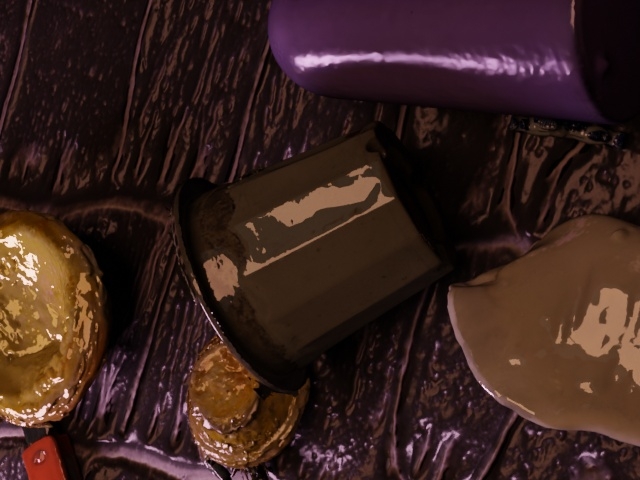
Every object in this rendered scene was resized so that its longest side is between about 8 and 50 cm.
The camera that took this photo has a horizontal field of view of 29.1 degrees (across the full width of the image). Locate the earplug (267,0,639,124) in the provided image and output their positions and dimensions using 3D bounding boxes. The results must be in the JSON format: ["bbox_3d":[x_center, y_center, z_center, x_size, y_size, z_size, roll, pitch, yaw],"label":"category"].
[{"bbox_3d":[0.136,-0.240,1.361,0.455,0.215,0.215,6,91,39],"label":"earplug"}]

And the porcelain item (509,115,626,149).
[{"bbox_3d":[0.256,-0.121,1.334,0.136,0.075,0.021,13,95,34],"label":"porcelain item"}]

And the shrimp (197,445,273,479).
[{"bbox_3d":[-0.114,0.276,1.598,0.161,0.034,0.091,47,122,35],"label":"shrimp"}]

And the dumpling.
[{"bbox_3d":[0.269,0.090,1.220,0.318,0.242,0.187,44,142,41],"label":"dumpling"}]

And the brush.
[{"bbox_3d":[-0.361,0.382,1.753,0.070,0.051,0.323,-30,67,23],"label":"brush"}]

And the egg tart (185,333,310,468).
[{"bbox_3d":[-0.103,0.186,1.548,0.191,0.074,0.191,-11,67,28],"label":"egg tart"}]

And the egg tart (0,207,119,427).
[{"bbox_3d":[-0.394,0.105,1.746,0.315,0.120,0.315,-1,89,31],"label":"egg tart"}]

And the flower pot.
[{"bbox_3d":[0.000,0.000,1.412,0.259,0.290,0.290,-29,70,17],"label":"flower pot"}]
